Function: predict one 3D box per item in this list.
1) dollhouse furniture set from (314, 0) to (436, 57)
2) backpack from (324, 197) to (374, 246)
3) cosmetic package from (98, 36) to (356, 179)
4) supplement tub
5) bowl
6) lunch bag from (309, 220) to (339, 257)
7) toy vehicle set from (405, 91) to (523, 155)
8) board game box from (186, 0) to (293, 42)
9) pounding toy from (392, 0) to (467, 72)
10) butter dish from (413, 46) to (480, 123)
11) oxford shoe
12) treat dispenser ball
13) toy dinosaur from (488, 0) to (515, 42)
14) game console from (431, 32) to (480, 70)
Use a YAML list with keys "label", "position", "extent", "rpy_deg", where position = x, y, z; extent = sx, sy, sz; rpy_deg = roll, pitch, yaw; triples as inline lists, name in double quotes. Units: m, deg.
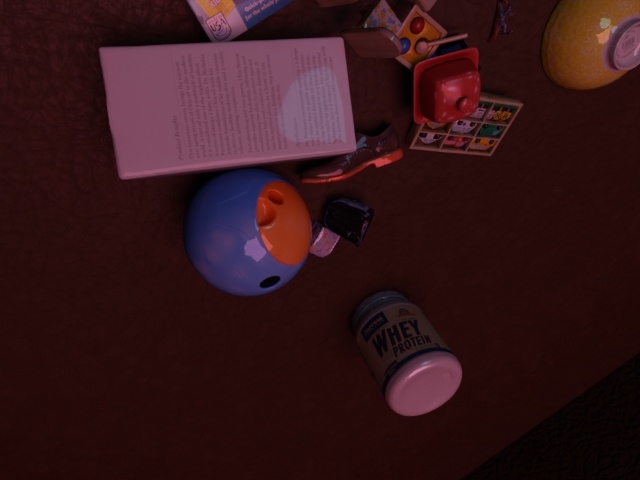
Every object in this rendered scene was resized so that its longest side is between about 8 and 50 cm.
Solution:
- label: "dollhouse furniture set"
  position: [0.131, -0.576, 0.858]
  extent: [0.394, 0.256, 0.362]
  rpy_deg: [39, 83, -37]
- label: "backpack"
  position: [0.074, -0.058, 1.359]
  extent: [0.114, 0.084, 0.105]
  rpy_deg: [25, 115, 10]
- label: "cosmetic package"
  position: [-0.175, -0.256, 1.024]
  extent: [0.453, 0.161, 0.230]
  rpy_deg: [-9, 97, -17]
- label: "supplement tub"
  position: [0.244, 0.326, 1.547]
  extent: [0.235, 0.325, 0.236]
  rpy_deg: [-11, 126, -16]
- label: "bowl"
  position: [0.723, -0.502, 1.292]
  extent: [0.289, 0.156, 0.290]
  rpy_deg: [-12, 126, -16]
- label: "lunch bag"
  position: [0.000, 0.000, 1.396]
  extent: [0.071, 0.053, 0.083]
  rpy_deg: [22, 102, -35]
- label: "toy vehicle set"
  position: [0.368, -0.303, 1.330]
  extent: [0.266, 0.035, 0.166]
  rpy_deg: [0, 135, -23]
- label: "board game box"
  position: [-0.176, -0.561, 0.918]
  extent: [0.253, 0.079, 0.336]
  rpy_deg: [-32, 129, 0]
- label: "pounding toy"
  position: [0.221, -0.448, 1.149]
  extent: [0.141, 0.100, 0.130]
  rpy_deg: [23, 112, -34]
- label: "butter dish"
  position: [0.300, -0.326, 1.161]
  extent: [0.160, 0.118, 0.160]
  rpy_deg: [-17, 134, -8]
- label: "oxford shoe"
  position: [0.067, -0.211, 1.268]
  extent: [0.271, 0.097, 0.098]
  rpy_deg: [-21, 108, -14]
- label: "treat dispenser ball"
  position: [-0.161, -0.020, 1.161]
  extent: [0.288, 0.288, 0.288]
  rpy_deg: [-11, 126, -16]
- label: "toy dinosaur"
  position: [0.427, -0.527, 1.225]
  extent: [0.090, 0.047, 0.082]
  rpy_deg: [-30, 111, 12]
- label: "game console"
  position: [0.301, -0.411, 1.227]
  extent: [0.122, 0.107, 0.071]
  rpy_deg: [37, 64, -38]
